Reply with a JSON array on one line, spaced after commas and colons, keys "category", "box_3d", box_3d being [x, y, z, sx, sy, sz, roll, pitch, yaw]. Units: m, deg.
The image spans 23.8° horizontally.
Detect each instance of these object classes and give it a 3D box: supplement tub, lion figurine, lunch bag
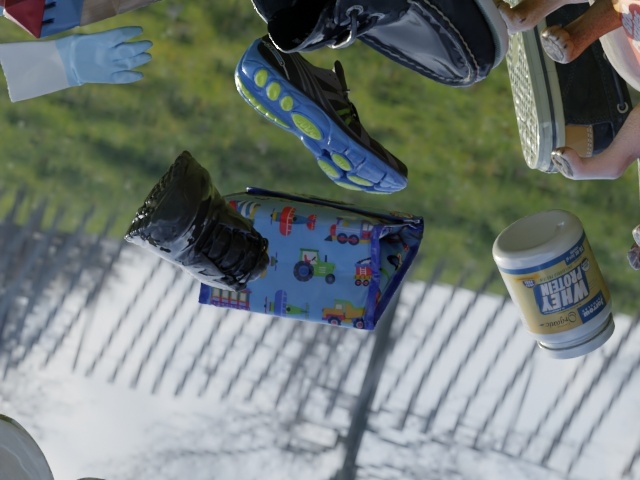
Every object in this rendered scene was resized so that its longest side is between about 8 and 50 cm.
[{"category": "supplement tub", "box_3d": [0.364, 0.068, 2.338, 0.144, 0.199, 0.144, -23, -158, 10]}, {"category": "lion figurine", "box_3d": [0.302, -0.178, 1.343, 0.142, 0.240, 0.392, 34, 157, 50]}, {"category": "lunch bag", "box_3d": [0.000, 0.000, 1.921, 0.221, 0.138, 0.293, 9, -166, 13]}]

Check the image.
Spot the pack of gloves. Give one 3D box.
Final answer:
[{"category": "pack of gloves", "box_3d": [-0.339, -0.285, 1.974, 0.232, 0.195, 0.046, -7, -162, 20]}]

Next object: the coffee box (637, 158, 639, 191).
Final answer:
[{"category": "coffee box", "box_3d": [0.456, 0.001, 1.782, 0.141, 0.246, 0.098, -12, -132, 5]}]

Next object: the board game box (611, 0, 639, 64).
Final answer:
[{"category": "board game box", "box_3d": [0.499, -0.103, 1.127, 0.356, 0.356, 0.356, -30, -164, -4]}]

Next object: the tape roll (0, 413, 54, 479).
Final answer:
[{"category": "tape roll", "box_3d": [-0.459, 0.334, 1.819, 0.286, 0.286, 0.100, 9, -179, -42]}]

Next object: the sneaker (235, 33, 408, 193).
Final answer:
[{"category": "sneaker", "box_3d": [0.012, -0.108, 1.282, 0.188, 0.078, 0.067, 42, 149, -22]}]

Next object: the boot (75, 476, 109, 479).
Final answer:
[{"category": "boot", "box_3d": [-0.233, 0.365, 1.944, 0.190, 0.086, 0.069, 13, -154, 7]}]

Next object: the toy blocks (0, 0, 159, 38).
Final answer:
[{"category": "toy blocks", "box_3d": [-0.306, -0.305, 1.406, 0.381, 0.190, 0.261, 34, -142, 24]}]

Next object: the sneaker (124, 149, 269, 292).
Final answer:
[{"category": "sneaker", "box_3d": [-0.112, -0.008, 1.528, 0.130, 0.109, 0.286, 34, 179, 4]}]

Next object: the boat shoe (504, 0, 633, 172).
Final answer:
[{"category": "boat shoe", "box_3d": [0.338, -0.329, 2.107, 0.156, 0.500, 0.187, -4, 158, -3]}]

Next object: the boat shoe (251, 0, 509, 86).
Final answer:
[{"category": "boat shoe", "box_3d": [-0.010, -0.185, 1.026, 0.127, 0.113, 0.340, -2, 147, 49]}]
